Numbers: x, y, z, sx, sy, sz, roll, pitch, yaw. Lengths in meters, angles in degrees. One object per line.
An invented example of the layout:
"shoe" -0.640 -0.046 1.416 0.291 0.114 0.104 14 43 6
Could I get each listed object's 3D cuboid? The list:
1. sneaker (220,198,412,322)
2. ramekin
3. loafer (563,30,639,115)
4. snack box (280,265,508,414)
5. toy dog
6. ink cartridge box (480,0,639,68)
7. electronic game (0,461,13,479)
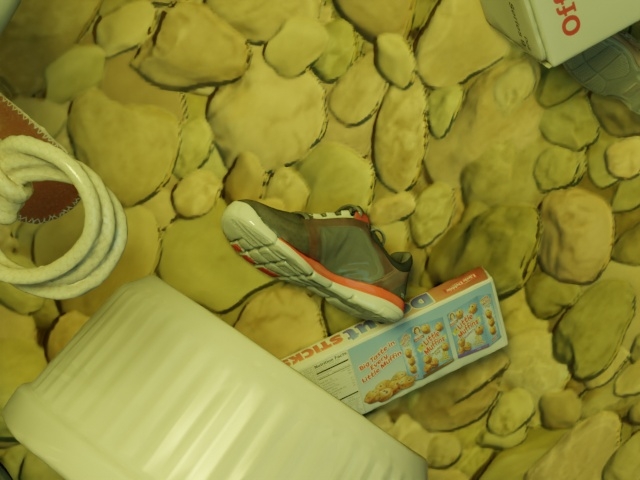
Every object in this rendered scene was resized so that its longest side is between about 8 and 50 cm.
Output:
"sneaker" 0.000 0.000 1.189 0.158 0.061 0.065 31 73 -35
"ramekin" -0.054 0.131 1.105 0.273 0.273 0.127 37 84 -35
"loafer" 0.209 -0.123 1.227 0.125 0.039 0.045 29 134 -31
"snack box" 0.049 0.083 1.266 0.178 0.022 0.064 -25 123 -12
"toy dog" -0.224 -0.029 0.986 0.333 0.161 0.220 -35 89 31
"ink cartridge box" 0.194 -0.231 1.122 0.212 0.093 0.154 -30 124 -10
"electronic game" -0.300 0.216 1.145 0.229 0.048 0.229 -17 127 -24
